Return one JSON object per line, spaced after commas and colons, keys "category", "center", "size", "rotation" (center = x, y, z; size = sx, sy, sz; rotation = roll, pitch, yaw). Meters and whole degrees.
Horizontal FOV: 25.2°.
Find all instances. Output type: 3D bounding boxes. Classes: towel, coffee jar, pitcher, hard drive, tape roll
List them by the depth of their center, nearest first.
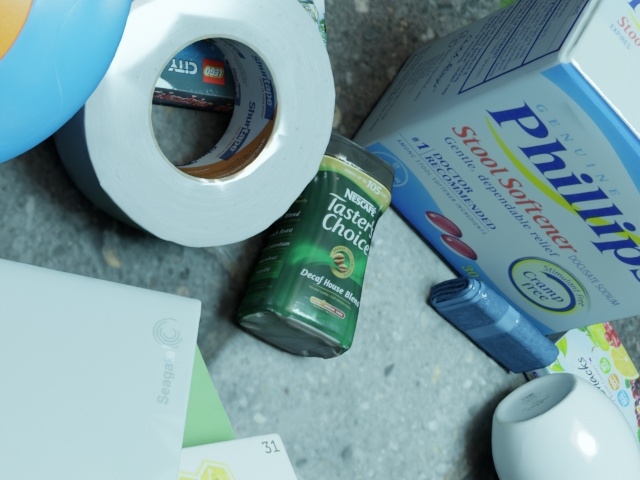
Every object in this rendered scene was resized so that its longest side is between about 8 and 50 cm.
{"category": "hard drive", "center": [-0.244, 0.102, 0.959], "size": [0.308, 0.040, 0.203], "rotation": [12, 57, -11]}
{"category": "tape roll", "center": [-0.098, -0.108, 1.126], "size": [0.219, 0.072, 0.219], "rotation": [-8, 106, -31]}
{"category": "coffee jar", "center": [0.000, 0.000, 1.212], "size": [0.096, 0.079, 0.184], "rotation": [28, 64, -26]}
{"category": "pitcher", "center": [0.217, 0.240, 1.289], "size": [0.178, 0.125, 0.207], "rotation": [-32, 104, -15]}
{"category": "towel", "center": [0.160, 0.075, 1.311], "size": [0.119, 0.067, 0.029], "rotation": [40, 61, -20]}

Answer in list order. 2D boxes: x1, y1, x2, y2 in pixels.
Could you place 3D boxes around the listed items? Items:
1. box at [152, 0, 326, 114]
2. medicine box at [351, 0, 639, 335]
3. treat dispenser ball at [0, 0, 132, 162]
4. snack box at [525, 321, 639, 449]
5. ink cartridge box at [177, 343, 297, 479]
{"category": "box", "center": [-0.102, -0.191, 1.208], "size": [0.233, 0.044, 0.159], "rotation": [5, 76, -34]}
{"category": "medicine box", "center": [0.219, -0.070, 1.249], "size": [0.263, 0.289, 0.149], "rotation": [45, 58, -17]}
{"category": "treat dispenser ball", "center": [-0.266, -0.184, 0.944], "size": [0.288, 0.288, 0.288], "rotation": [9, 74, -33]}
{"category": "snack box", "center": [0.264, 0.147, 1.383], "size": [0.100, 0.037, 0.141], "rotation": [-37, 100, -33]}
{"category": "ink cartridge box", "center": [-0.107, 0.165, 1.055], "size": [0.171, 0.056, 0.235], "rotation": [-2, 61, -42]}
